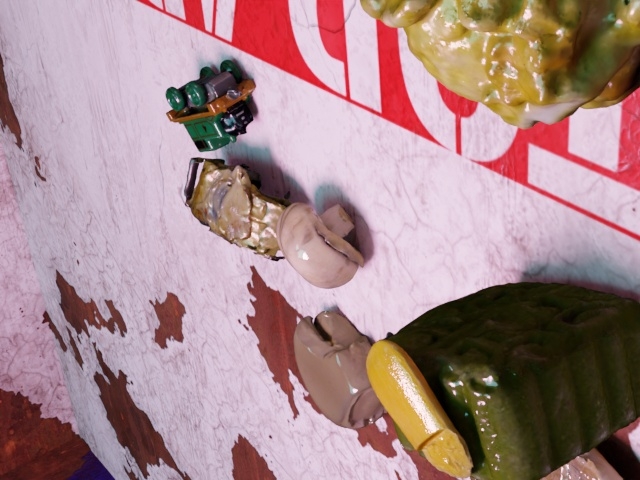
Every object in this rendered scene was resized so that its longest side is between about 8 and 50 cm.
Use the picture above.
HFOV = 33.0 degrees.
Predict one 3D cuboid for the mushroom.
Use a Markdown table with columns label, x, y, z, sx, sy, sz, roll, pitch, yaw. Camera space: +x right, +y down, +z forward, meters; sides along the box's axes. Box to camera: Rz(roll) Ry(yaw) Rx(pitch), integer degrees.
| label | x | y | z | sx | sy | sz | roll | pitch | yaw |
| --- | --- | --- | --- | --- | --- | --- | --- | --- | --- |
| mushroom | 0.000 | 0.000 | 1.637 | 0.154 | 0.122 | 0.154 | 42 | -177 | -3 |

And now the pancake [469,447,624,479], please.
| label | x | y | z | sx | sy | sz | roll | pitch | yaw |
| --- | --- | --- | --- | --- | --- | --- | --- | --- | --- |
| pancake | 0.313 | 0.411 | 1.393 | 0.387 | 0.082 | 0.387 | 170 | 90 | -70 |

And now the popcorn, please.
| label | x | y | z | sx | sy | sz | roll | pitch | yaw |
| --- | --- | --- | --- | --- | --- | --- | --- | --- | --- |
| popcorn | 0.187 | -0.263 | 0.947 | 0.312 | 0.312 | 0.312 | 40 | 143 | 39 |

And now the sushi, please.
| label | x | y | z | sx | sy | sz | roll | pitch | yaw |
| --- | --- | --- | --- | --- | --- | --- | --- | --- | --- |
| sushi | -0.132 | -0.073 | 1.805 | 0.291 | 0.131 | 0.139 | 36 | 118 | 54 |

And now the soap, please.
| label | x | y | z | sx | sy | sz | roll | pitch | yaw |
| --- | --- | --- | --- | --- | --- | --- | --- | --- | --- |
| soap | 0.103 | 0.180 | 1.141 | 0.168 | 0.033 | 0.089 | 53 | 152 | 20 |

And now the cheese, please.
| label | x | y | z | sx | sy | sz | roll | pitch | yaw |
| --- | --- | --- | --- | --- | --- | --- | --- | --- | --- |
| cheese | 0.030 | 0.210 | 1.769 | 0.202 | 0.091 | 0.175 | 52 | 148 | 23 |

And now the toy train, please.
| label | x | y | z | sx | sy | sz | roll | pitch | yaw |
| --- | --- | --- | --- | --- | --- | --- | --- | --- | --- |
| toy train | -0.176 | -0.217 | 1.797 | 0.227 | 0.091 | 0.136 | 4 | 125 | 58 |

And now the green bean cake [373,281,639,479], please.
| label | x | y | z | sx | sy | sz | roll | pitch | yaw |
| --- | --- | --- | --- | --- | --- | --- | --- | --- | --- |
| green bean cake | 0.219 | 0.148 | 1.222 | 0.247 | 0.249 | 0.156 | 9 | 120 | 59 |
